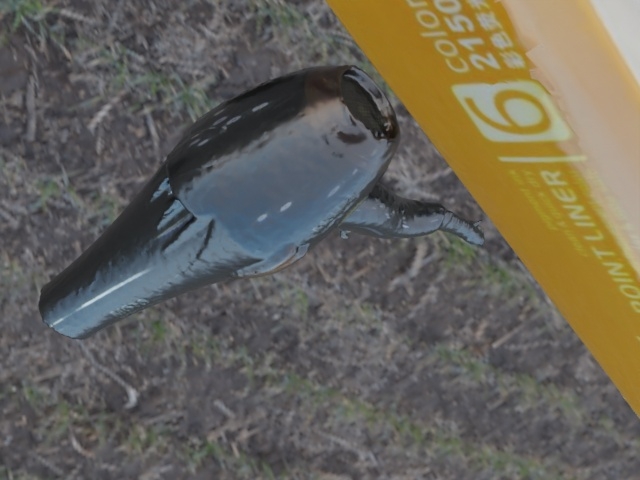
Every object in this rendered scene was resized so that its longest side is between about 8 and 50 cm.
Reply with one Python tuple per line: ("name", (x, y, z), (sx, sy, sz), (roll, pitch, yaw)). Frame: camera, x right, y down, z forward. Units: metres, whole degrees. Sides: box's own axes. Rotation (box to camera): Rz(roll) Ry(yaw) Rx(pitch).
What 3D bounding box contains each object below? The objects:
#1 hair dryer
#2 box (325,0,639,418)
("hair dryer", (0.000, 0.000, 0.892), (0.303, 0.120, 0.359), (-36, 152, 32))
("box", (0.133, -0.083, 0.418), (0.274, 0.091, 0.221), (50, 58, -33))
